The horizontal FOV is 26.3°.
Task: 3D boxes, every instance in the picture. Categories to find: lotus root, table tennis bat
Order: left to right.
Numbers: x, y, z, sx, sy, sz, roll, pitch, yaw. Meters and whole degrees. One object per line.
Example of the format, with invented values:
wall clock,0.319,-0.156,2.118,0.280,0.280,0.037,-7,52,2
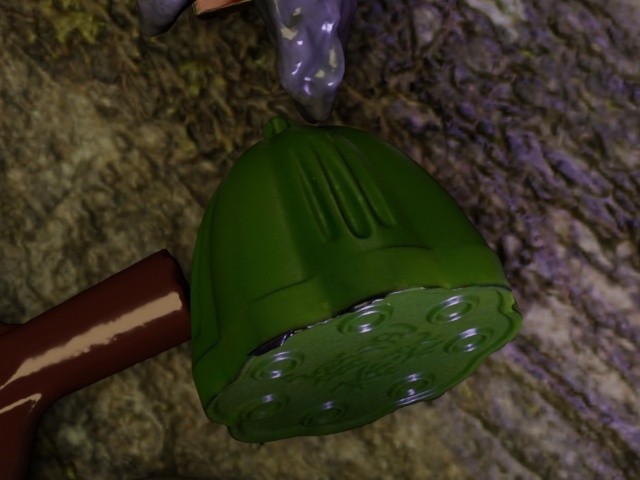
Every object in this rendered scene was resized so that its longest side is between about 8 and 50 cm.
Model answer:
table tennis bat,-0.262,0.119,0.798,0.414,0.051,0.268,-26,60,-1
lotus root,0.000,0.000,0.755,0.186,0.186,0.186,0,89,8

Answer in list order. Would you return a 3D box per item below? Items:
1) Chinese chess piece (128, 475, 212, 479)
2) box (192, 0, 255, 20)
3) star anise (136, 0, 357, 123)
Chinese chess piece,-0.086,0.261,0.785,0.250,0.097,0.251,0,89,9
box,-0.022,-0.191,0.819,0.133,0.023,0.090,-13,89,8
star anise,-0.013,-0.243,0.739,0.316,0.139,0.359,-7,76,4
